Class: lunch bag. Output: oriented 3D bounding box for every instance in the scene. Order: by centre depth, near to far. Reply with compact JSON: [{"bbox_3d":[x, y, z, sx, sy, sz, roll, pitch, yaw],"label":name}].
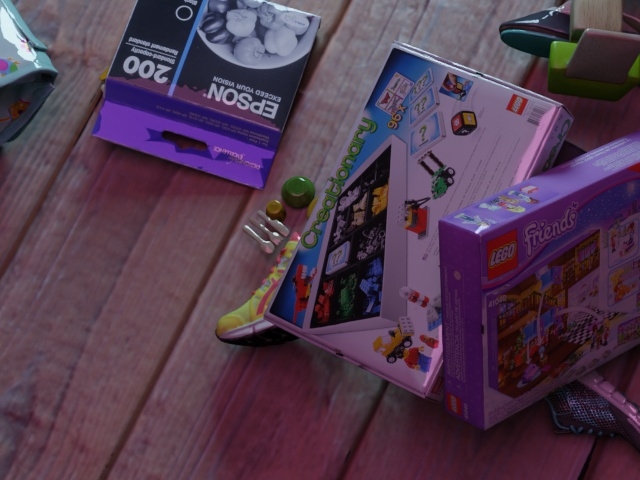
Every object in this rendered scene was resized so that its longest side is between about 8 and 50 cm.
[{"bbox_3d":[-0.443,-0.188,1.833,0.262,0.160,0.223,-35,67,-1],"label":"lunch bag"}]

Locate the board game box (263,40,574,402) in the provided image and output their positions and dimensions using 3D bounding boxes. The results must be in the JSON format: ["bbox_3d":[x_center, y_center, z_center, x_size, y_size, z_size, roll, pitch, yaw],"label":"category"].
[{"bbox_3d":[0.093,-0.021,1.597,0.193,0.053,0.305,25,89,27],"label":"board game box"}]

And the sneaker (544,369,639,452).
[{"bbox_3d":[0.268,0.172,1.656,0.166,0.065,0.076,42,95,24],"label":"sneaker"}]

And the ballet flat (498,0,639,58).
[{"bbox_3d":[0.298,-0.221,1.795,0.203,0.074,0.074,17,72,7],"label":"ballet flat"}]

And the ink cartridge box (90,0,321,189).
[{"bbox_3d":[-0.127,-0.183,1.832,0.206,0.045,0.208,17,72,2],"label":"ink cartridge box"}]

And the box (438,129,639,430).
[{"bbox_3d":[0.235,0.031,1.570,0.293,0.200,0.057,-23,31,-36],"label":"box"}]

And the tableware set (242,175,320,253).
[{"bbox_3d":[0.000,0.000,1.773,0.154,0.024,0.104,38,75,20],"label":"tableware set"}]

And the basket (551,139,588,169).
[{"bbox_3d":[0.167,0.010,1.671,0.154,0.204,0.226,28,80,-21],"label":"basket"}]

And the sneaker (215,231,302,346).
[{"bbox_3d":[-0.023,0.042,1.707,0.208,0.081,0.094,-28,73,16],"label":"sneaker"}]

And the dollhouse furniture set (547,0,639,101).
[{"bbox_3d":[0.342,-0.306,1.711,0.198,0.151,0.301,7,68,-4],"label":"dollhouse furniture set"}]

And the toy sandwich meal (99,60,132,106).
[{"bbox_3d":[-0.212,-0.182,1.867,0.086,0.029,0.085,-3,68,7],"label":"toy sandwich meal"}]
